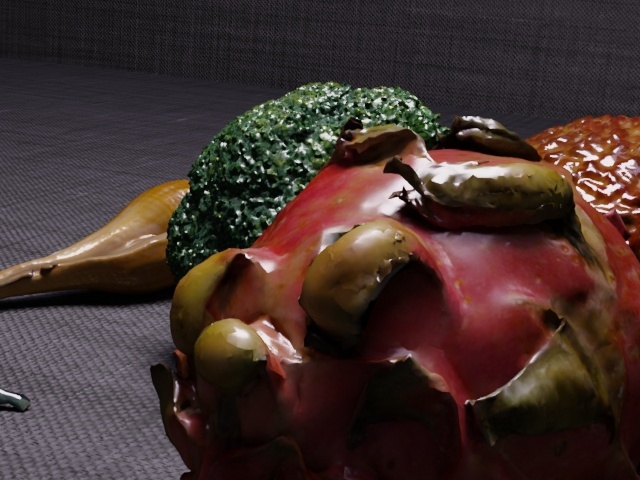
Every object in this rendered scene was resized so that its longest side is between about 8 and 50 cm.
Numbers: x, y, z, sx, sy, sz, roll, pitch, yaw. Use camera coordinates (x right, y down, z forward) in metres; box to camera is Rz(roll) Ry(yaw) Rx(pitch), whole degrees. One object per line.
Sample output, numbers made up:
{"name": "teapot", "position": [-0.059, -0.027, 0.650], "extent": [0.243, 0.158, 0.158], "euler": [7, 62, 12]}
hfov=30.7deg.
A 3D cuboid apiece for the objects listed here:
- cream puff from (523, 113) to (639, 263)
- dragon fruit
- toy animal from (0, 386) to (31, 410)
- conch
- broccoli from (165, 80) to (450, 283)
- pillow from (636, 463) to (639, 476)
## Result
{"name": "cream puff", "position": [0.258, 0.006, 0.999], "extent": [0.350, 0.229, 0.350], "euler": [2, 11, 0]}
{"name": "dragon fruit", "position": [0.046, 0.064, 0.636], "extent": [0.291, 0.269, 0.250], "euler": [-5, 6, -42]}
{"name": "toy animal", "position": [-0.276, 0.120, 0.733], "extent": [0.079, 0.070, 0.253], "euler": [41, 6, 5]}
{"name": "conch", "position": [-0.191, 0.017, 1.144], "extent": [0.330, 0.093, 0.109], "euler": [-27, 46, -27]}
{"name": "broccoli", "position": [0.000, 0.000, 0.916], "extent": [0.261, 0.242, 0.269], "euler": [-8, 42, 45]}
{"name": "pillow", "position": [0.151, 0.114, 0.802], "extent": [0.038, 0.113, 0.203], "euler": [-47, 37, -21]}
